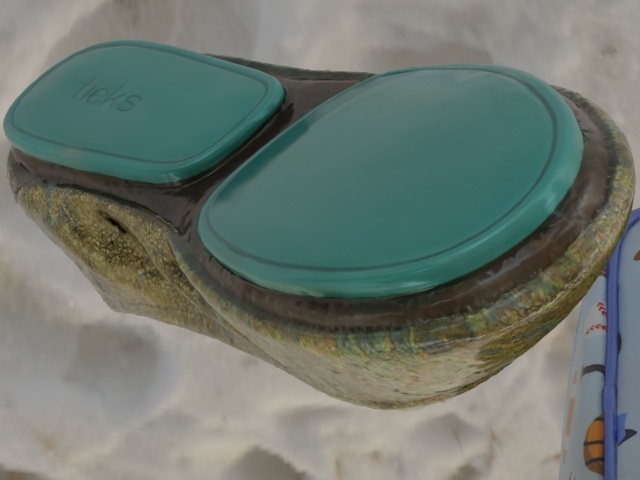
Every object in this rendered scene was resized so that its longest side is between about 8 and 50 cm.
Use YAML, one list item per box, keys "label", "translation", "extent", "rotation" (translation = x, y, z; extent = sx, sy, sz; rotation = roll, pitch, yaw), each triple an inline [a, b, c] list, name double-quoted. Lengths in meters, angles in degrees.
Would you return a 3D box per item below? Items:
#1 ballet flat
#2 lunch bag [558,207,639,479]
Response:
- label: "ballet flat"
  translation: [0.000, 0.000, 0.580]
  extent: [0.123, 0.348, 0.123]
  rotation: [-6, 102, -30]
- label: "lunch bag"
  translation: [0.226, 0.109, 0.745]
  extent: [0.243, 0.303, 0.115]
  rotation: [10, 134, 4]
